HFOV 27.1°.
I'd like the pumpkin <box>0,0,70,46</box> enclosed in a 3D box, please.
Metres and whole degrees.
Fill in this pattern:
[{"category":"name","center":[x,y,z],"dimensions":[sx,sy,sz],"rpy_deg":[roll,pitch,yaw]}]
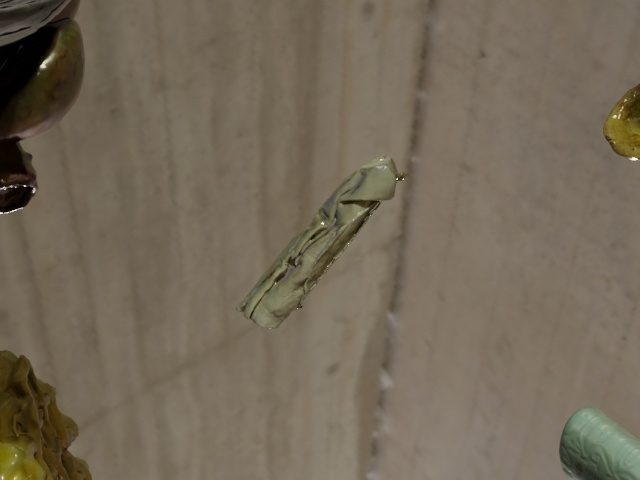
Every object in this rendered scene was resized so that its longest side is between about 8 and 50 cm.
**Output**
[{"category":"pumpkin","center":[-0.183,-0.252,0.682],"dimensions":[0.296,0.296,0.295],"rpy_deg":[42,-31,32]}]

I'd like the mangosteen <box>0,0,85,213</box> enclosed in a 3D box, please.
[{"category":"mangosteen","center":[-0.359,-0.225,1.086],"dimensions":[0.435,0.382,0.382],"rpy_deg":[38,-14,-31]}]

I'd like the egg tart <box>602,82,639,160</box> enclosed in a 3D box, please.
[{"category":"egg tart","center":[0.299,-0.101,1.157],"dimensions":[0.105,0.105,0.039],"rpy_deg":[30,-18,45]}]

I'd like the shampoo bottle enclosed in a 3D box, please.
[{"category":"shampoo bottle","center":[0.218,0.167,0.760],"dimensions":[0.191,0.041,0.069],"rpy_deg":[37,-27,40]}]

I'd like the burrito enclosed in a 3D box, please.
[{"category":"burrito","center":[0.000,0.000,1.121],"dimensions":[0.041,0.185,0.045],"rpy_deg":[31,14,-32]}]

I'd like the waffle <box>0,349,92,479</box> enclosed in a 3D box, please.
[{"category":"waffle","center":[-0.195,0.218,0.967],"dimensions":[0.250,0.056,0.261],"rpy_deg":[77,-7,-51]}]
